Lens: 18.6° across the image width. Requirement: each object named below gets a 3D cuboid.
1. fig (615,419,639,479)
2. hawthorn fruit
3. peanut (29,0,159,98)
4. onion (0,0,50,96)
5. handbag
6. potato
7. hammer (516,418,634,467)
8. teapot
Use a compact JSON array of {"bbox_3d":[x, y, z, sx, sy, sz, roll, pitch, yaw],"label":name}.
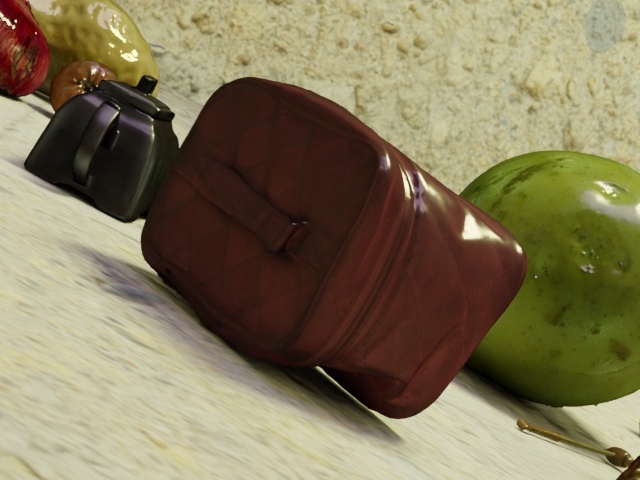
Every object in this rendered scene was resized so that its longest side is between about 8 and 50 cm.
[{"bbox_3d":[0.287,0.129,1.259,0.190,0.191,0.290,30,4,24],"label":"fig"},{"bbox_3d":[-0.225,-0.129,1.835,0.066,0.067,0.103,28,-21,-5],"label":"hawthorn fruit"},{"bbox_3d":[-0.266,-0.204,1.954,0.236,0.120,0.110,33,43,-8],"label":"peanut"},{"bbox_3d":[-0.290,-0.213,1.791,0.150,0.140,0.150,45,2,-2],"label":"onion"},{"bbox_3d":[0.000,0.000,1.141,0.135,0.146,0.225,29,6,-36],"label":"handbag"},{"bbox_3d":[0.191,0.026,1.582,0.216,0.216,0.304,27,10,-14],"label":"potato"},{"bbox_3d":[0.184,0.148,1.425,0.123,0.014,0.029,20,0,-41],"label":"hammer"},{"bbox_3d":[-0.144,-0.076,1.416,0.087,0.096,0.177,29,5,5],"label":"teapot"}]
